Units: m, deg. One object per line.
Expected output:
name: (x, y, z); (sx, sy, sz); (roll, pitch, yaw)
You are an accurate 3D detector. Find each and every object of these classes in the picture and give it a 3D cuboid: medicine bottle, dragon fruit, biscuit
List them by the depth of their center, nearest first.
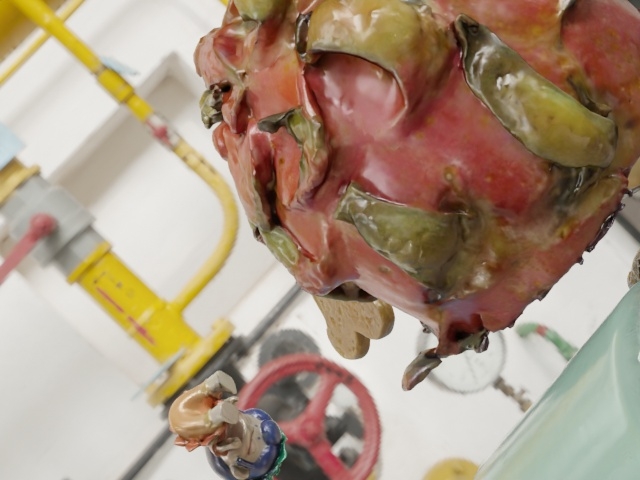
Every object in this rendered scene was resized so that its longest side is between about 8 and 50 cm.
medicine bottle: (0.147, 0.126, 0.443); (0.139, 0.139, 0.225); (-50, -11, -45)
dragon fruit: (0.048, -0.103, 0.664); (0.296, 0.262, 0.314); (-43, 29, 42)
biscuit: (0.000, 0.000, 1.374); (0.047, 0.340, 0.216); (-26, -11, -28)

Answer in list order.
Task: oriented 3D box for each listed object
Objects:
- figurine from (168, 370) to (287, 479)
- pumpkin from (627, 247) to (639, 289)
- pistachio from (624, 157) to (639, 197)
figurine: (-0.110, 0.231, 1.175); (0.102, 0.195, 0.112); (-22, 47, 18)
pumpkin: (0.600, 0.024, 1.622); (0.183, 0.119, 0.108); (-53, -14, -13)
pistachio: (0.307, -0.158, 1.271); (0.230, 0.308, 0.230); (2, -90, -73)
